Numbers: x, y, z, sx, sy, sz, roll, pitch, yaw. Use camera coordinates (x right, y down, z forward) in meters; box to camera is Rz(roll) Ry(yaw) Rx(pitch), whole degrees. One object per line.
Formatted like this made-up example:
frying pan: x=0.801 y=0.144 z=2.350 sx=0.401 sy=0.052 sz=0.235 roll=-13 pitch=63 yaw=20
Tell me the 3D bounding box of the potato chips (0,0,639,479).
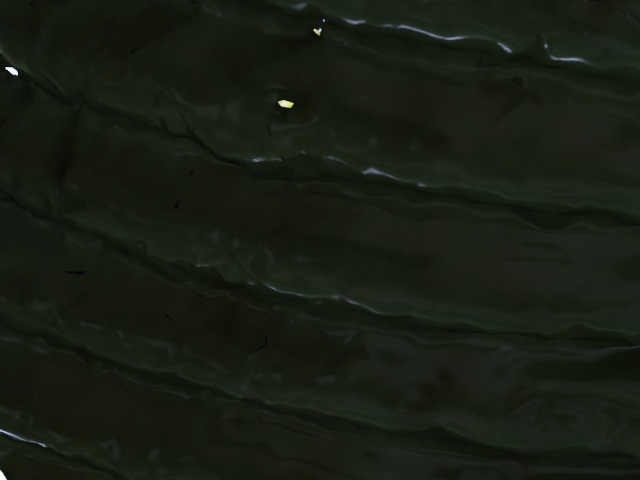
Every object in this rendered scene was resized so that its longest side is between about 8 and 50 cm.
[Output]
potato chips: x=-0.007 y=-0.005 z=0.411 sx=0.389 sy=0.373 sz=0.097 roll=33 pitch=-144 yaw=7
